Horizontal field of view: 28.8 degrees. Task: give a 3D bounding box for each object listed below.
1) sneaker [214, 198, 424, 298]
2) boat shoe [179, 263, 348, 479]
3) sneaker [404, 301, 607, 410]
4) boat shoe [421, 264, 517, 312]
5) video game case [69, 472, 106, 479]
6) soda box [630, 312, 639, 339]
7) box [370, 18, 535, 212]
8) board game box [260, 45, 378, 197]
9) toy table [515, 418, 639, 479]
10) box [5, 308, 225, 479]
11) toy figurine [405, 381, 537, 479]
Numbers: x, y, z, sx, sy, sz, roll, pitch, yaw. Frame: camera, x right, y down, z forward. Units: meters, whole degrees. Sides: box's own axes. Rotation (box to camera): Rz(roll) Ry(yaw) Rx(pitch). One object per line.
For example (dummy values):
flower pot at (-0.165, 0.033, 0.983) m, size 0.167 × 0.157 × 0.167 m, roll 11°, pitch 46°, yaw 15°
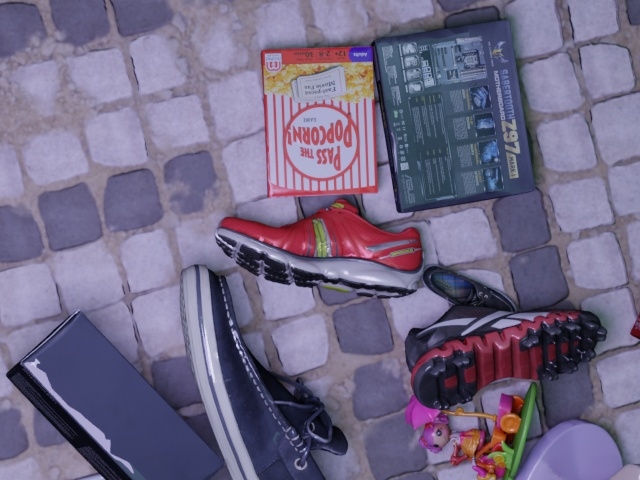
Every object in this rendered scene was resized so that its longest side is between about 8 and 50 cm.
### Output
sneaker at (0.000, 0.000, 1.639) m, size 0.278 × 0.107 × 0.118 m, roll 12°, pitch 74°, yaw -8°
boat shoe at (-0.053, 0.250, 1.595) m, size 0.156 × 0.187 × 0.500 m, roll -23°, pitch 101°, yaw -5°
sneaker at (0.232, 0.129, 1.629) m, size 0.276 × 0.135 × 0.098 m, roll -14°, pitch 122°, yaw -13°
boat shoe at (0.200, 0.075, 1.673) m, size 0.142 × 0.040 × 0.049 m, roll 25°, pitch 91°, yaw -5°
video game case at (-0.359, 0.431, 1.654) m, size 0.226 × 0.026 × 0.206 m, roll -14°, pitch 94°, yaw -3°
soda box at (0.560, 0.148, 1.686) m, size 0.263 × 0.083 × 0.092 m, roll 26°, pitch 90°, yaw -5°
box at (0.174, -0.163, 1.649) m, size 0.183 × 0.059 × 0.233 m, roll -10°, pitch 93°, yaw -4°
board game box at (-0.002, -0.155, 1.641) m, size 0.146 × 0.045 × 0.194 m, roll -3°, pitch 94°, yaw -4°
toy table at (0.350, 0.388, 1.620) m, size 0.252 × 0.161 × 0.274 m, roll -4°, pitch 101°, yaw -22°
box at (-0.261, 0.222, 1.563) m, size 0.103 × 0.184 × 0.261 m, roll -45°, pitch 96°, yaw -19°
toy figurine at (0.190, 0.251, 1.664) m, size 0.159 × 0.130 × 0.173 m, roll 14°, pitch 117°, yaw 8°
